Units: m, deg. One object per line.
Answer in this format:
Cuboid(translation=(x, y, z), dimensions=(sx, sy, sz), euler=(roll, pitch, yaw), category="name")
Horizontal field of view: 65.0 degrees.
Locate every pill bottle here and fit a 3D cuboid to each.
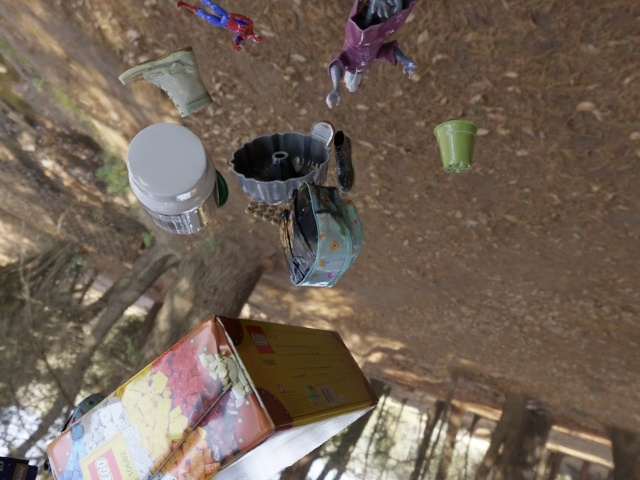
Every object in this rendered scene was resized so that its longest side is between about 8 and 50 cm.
Cuboid(translation=(-0.287, -0.116, 1.003), dimensions=(0.161, 0.161, 0.283), euler=(22, 166, -5), category="pill bottle")

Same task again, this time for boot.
Cuboid(translation=(-0.408, -0.403, 1.335), dimensions=(0.213, 0.077, 0.165), euler=(-16, 119, 7), category="boot")
Cuboid(translation=(0.070, -0.263, 1.687), dimensions=(0.076, 0.198, 0.137), euler=(-7, 178, 10), category="boot")

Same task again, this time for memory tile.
Cuboid(translation=(-0.213, -0.118, 1.969), dimensions=(0.148, 0.113, 0.012), euler=(23, 130, 1), category="memory tile")

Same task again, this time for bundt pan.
Cuboid(translation=(-0.123, -0.228, 1.649), dimensions=(0.330, 0.331, 0.124), euler=(14, 134, 23), category="bundt pan")

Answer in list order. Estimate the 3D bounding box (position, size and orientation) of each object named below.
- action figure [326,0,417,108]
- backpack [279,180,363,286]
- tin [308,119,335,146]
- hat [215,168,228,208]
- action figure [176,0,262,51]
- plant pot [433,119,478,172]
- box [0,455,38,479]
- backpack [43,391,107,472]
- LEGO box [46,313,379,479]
Cuboid(translation=(0.100, -0.523, 1.303), dimensions=(0.248, 0.276, 0.370), euler=(-19, 169, -17), category="action figure")
Cuboid(translation=(0.000, 0.000, 1.011), dimensions=(0.144, 0.188, 0.166), euler=(14, 137, -23), category="backpack")
Cuboid(translation=(-0.008, -0.423, 2.154), dimensions=(0.106, 0.190, 0.040), euler=(27, -165, -3), category="tin")
Cuboid(translation=(-0.418, -0.143, 1.656), dimensions=(0.208, 0.173, 0.183), euler=(12, 149, -44), category="hat")
Cuboid(translation=(-0.316, -0.695, 1.589), dimensions=(0.280, 0.091, 0.139), euler=(23, -150, -17), category="action figure")
Cuboid(translation=(0.258, -0.173, 0.949), dimensions=(0.083, 0.079, 0.083), euler=(0, 167, 0), category="plant pot")
Cuboid(translation=(-0.769, 0.568, 1.158), dimensions=(0.036, 0.137, 0.225), euler=(-29, 137, 27), category="box")
Cuboid(translation=(-0.519, 0.446, 1.155), dimensions=(0.116, 0.173, 0.158), euler=(18, 170, 6), category="backpack")
Cuboid(translation=(-0.151, 0.337, 0.943), dimensions=(0.193, 0.372, 0.500), euler=(57, -168, 24), category="LEGO box")
